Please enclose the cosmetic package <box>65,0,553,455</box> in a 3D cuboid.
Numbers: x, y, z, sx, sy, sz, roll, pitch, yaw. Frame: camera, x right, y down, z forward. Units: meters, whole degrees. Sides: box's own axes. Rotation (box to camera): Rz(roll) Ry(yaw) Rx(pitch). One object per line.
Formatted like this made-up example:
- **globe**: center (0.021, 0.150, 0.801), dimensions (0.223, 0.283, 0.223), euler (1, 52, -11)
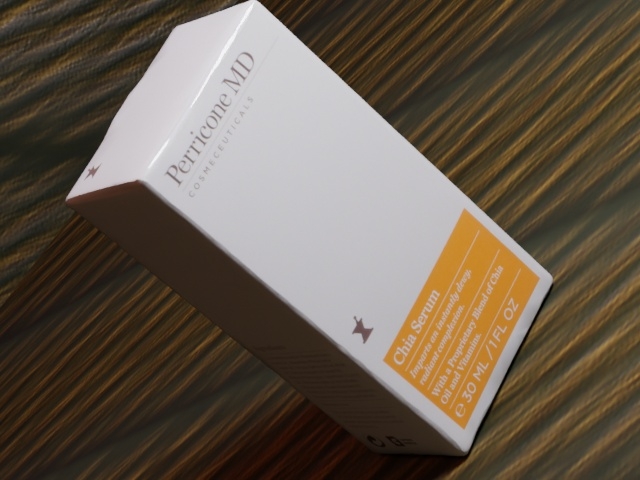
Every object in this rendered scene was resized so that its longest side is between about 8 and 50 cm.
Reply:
- **cosmetic package**: center (0.000, 0.000, 1.744), dimensions (0.161, 0.453, 0.230), euler (-9, 47, 55)
